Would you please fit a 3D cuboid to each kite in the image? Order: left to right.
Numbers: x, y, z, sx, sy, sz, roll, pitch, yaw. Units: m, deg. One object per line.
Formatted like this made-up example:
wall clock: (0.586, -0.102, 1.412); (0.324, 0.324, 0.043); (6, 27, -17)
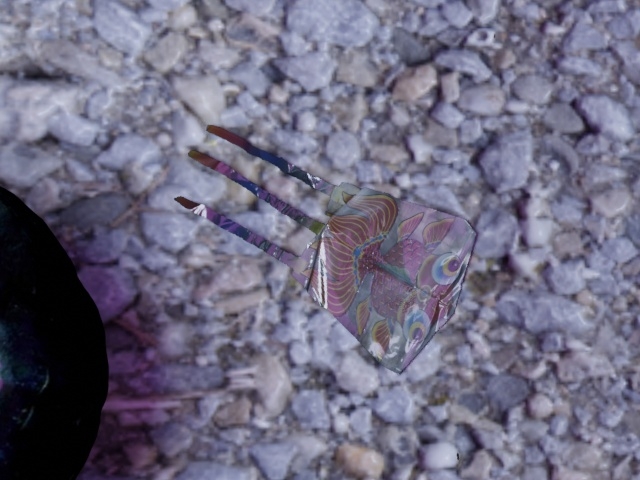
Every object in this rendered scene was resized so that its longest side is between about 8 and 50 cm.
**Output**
kite: (0.001, -0.001, 0.867); (0.229, 0.016, 0.127); (27, 76, -8)

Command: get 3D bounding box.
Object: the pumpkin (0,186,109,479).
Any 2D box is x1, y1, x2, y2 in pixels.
pumpkin: (-0.290, 0.088, 0.691); (0.315, 0.238, 0.315); (2, 86, -29)
